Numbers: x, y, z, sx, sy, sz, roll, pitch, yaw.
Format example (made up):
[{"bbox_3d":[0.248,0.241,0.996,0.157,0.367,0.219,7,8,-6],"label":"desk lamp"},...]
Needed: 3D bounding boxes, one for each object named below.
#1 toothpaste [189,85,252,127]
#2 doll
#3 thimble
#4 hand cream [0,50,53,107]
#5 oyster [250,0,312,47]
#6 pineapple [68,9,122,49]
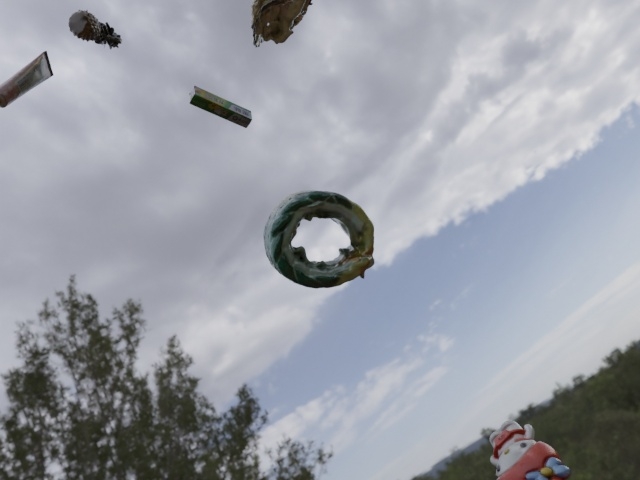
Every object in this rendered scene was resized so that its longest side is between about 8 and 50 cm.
[{"bbox_3d":[-0.275,-0.367,1.790,0.178,0.043,0.037,20,-53,-28],"label":"toothpaste"},{"bbox_3d":[0.475,0.528,1.473,0.130,0.290,0.161,41,-80,-20],"label":"doll"},{"bbox_3d":[0.000,0.000,1.686,0.167,0.288,0.254,-160,90,-79],"label":"thimble"},{"bbox_3d":[-0.700,-0.370,1.526,0.209,0.043,0.067,-62,-21,-43],"label":"hand cream"},{"bbox_3d":[-0.078,-0.494,1.356,0.191,0.081,0.163,-29,-19,2],"label":"oyster"},{"bbox_3d":[-0.570,-0.531,1.658,0.074,0.074,0.159,-38,-11,14],"label":"pineapple"}]
